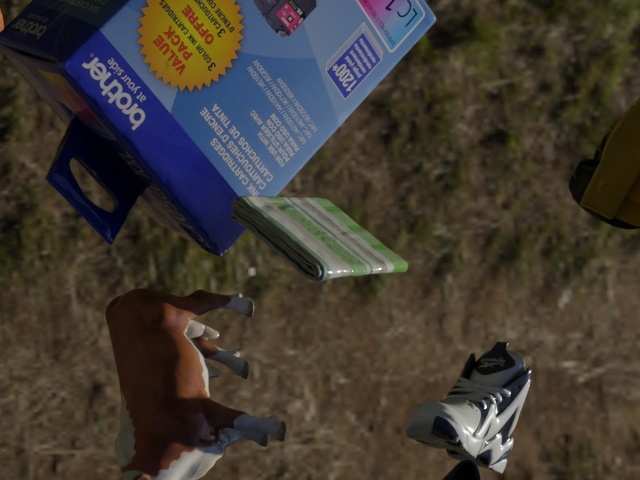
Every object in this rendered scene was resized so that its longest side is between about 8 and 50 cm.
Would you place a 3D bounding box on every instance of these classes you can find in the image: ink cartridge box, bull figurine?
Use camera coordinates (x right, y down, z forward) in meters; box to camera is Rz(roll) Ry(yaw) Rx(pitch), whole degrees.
[{"bbox_3d":[-0.112,-0.179,1.384,0.395,0.151,0.270,-48,126,-12],"label":"ink cartridge box"},{"bbox_3d":[-0.150,0.176,1.590,0.188,0.101,0.310,2,50,-21],"label":"bull figurine"}]

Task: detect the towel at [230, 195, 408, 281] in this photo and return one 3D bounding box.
[{"bbox_3d":[0.000,0.000,1.269,0.152,0.113,0.023,0,126,-58],"label":"towel"}]

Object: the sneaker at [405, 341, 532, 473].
[{"bbox_3d":[0.184,0.184,1.734,0.235,0.094,0.153,33,72,-53],"label":"sneaker"}]

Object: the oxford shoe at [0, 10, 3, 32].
[{"bbox_3d":[-0.445,-0.266,1.640,0.098,0.097,0.271,-66,164,-8],"label":"oxford shoe"}]

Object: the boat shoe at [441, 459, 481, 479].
[{"bbox_3d":[0.098,0.242,1.149,0.049,0.056,0.152,90,12,-50],"label":"boat shoe"}]

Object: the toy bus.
[{"bbox_3d":[0.314,-0.054,1.075,0.149,0.211,0.220,-60,168,25],"label":"toy bus"}]
